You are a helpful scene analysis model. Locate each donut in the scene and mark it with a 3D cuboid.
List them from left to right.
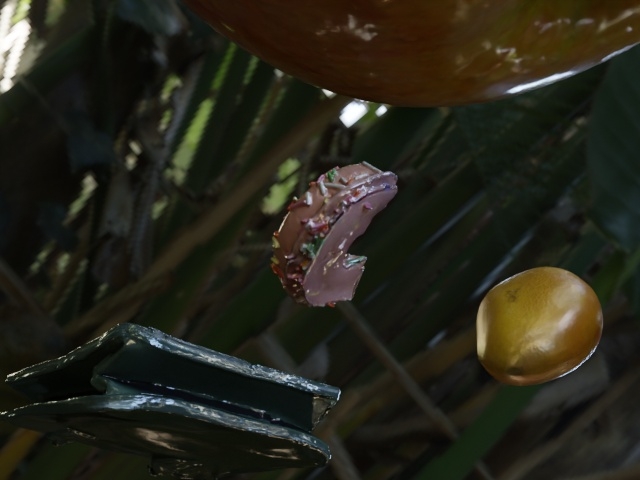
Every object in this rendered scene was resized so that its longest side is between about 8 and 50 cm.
[{"bbox_3d":[0.000,0.000,1.201,0.065,0.117,0.166,42,-51,29],"label":"donut"}]

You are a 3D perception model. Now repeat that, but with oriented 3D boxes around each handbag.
[{"bbox_3d":[-0.144,0.164,1.176,0.248,0.079,0.260,20,-26,-32],"label":"handbag"}]

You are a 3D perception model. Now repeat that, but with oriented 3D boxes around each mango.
[{"bbox_3d":[0.246,0.104,1.432,0.145,0.219,0.112,-1,-69,23],"label":"mango"}]

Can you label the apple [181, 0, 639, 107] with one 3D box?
[{"bbox_3d":[0.071,-0.240,0.528,0.333,0.400,0.400,56,-14,0],"label":"apple"}]
